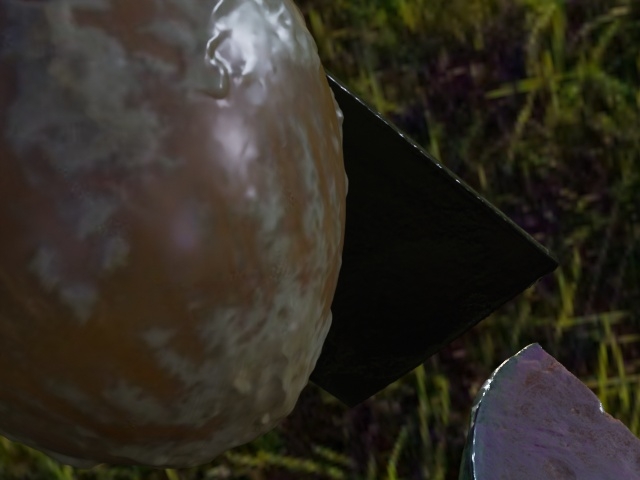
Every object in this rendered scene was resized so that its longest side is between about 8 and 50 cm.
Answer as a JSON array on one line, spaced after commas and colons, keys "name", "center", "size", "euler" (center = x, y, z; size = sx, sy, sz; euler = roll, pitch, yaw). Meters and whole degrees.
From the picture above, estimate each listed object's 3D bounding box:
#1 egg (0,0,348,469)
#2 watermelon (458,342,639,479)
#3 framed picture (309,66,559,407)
[{"name": "egg", "center": [-0.089, -0.030, 0.602], "size": [0.203, 0.203, 0.245], "euler": [-25, 79, -12]}, {"name": "watermelon", "center": [0.247, 0.330, 1.745], "size": [0.319, 0.222, 0.292], "euler": [39, 52, 19]}, {"name": "framed picture", "center": [0.000, 0.000, 1.298], "size": [0.244, 0.324, 0.013], "euler": [-38, 31, 26]}]
